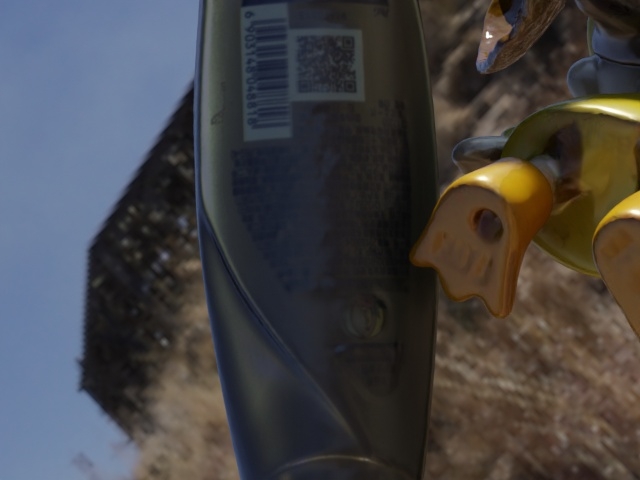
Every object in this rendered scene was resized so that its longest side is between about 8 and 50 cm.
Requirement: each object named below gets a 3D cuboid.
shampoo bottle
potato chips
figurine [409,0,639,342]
[{"bbox_3d":[0.000,0.000,0.786,0.125,0.350,0.084,-3,-8,-6],"label":"shampoo bottle"},{"bbox_3d":[0.166,-0.198,1.190,0.202,0.049,0.150,121,164,-86],"label":"potato chips"},{"bbox_3d":[0.208,-0.063,0.804,0.343,0.215,0.187,-39,-32,-44],"label":"figurine"}]
